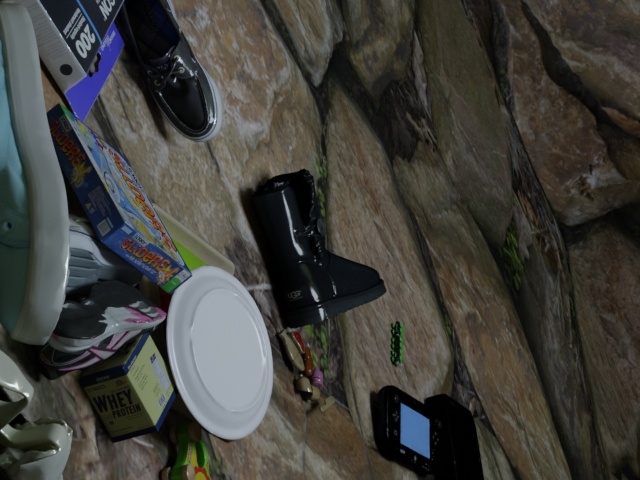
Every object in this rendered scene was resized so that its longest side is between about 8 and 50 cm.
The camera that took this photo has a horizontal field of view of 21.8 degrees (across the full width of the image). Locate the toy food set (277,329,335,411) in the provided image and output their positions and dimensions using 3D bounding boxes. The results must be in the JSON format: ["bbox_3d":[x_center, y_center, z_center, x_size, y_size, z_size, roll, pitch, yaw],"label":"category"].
[{"bbox_3d":[-0.023,0.174,2.248,0.122,0.019,0.078,64,21,0],"label":"toy food set"}]

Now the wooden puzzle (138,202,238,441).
[{"bbox_3d":[-0.146,0.097,1.969,0.221,0.044,0.238,41,38,-54],"label":"wooden puzzle"}]

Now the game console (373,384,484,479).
[{"bbox_3d":[0.173,0.328,2.570,0.361,0.044,0.213,35,42,-56],"label":"game console"}]

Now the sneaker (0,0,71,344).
[{"bbox_3d":[-0.330,-0.064,1.546,0.150,0.135,0.366,-2,57,-24],"label":"sneaker"}]

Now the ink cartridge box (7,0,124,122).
[{"bbox_3d":[-0.284,-0.270,1.913,0.208,0.045,0.206,62,24,-29],"label":"ink cartridge box"}]

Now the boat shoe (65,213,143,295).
[{"bbox_3d":[-0.267,0.011,1.721,0.076,0.083,0.226,56,9,19],"label":"boat shoe"}]

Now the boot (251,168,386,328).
[{"bbox_3d":[0.000,0.000,2.324,0.246,0.094,0.207,-18,95,-62],"label":"boot"}]

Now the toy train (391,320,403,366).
[{"bbox_3d":[0.122,0.163,2.606,0.023,0.017,0.083,66,20,-46],"label":"toy train"}]

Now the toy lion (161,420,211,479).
[{"bbox_3d":[-0.142,0.268,1.872,0.100,0.034,0.096,-85,157,-44],"label":"toy lion"}]

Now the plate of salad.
[{"bbox_3d":[-0.119,0.128,1.883,0.200,0.048,0.200,28,55,-50],"label":"plate of salad"}]

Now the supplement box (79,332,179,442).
[{"bbox_3d":[-0.203,0.154,1.770,0.083,0.056,0.083,64,23,-21],"label":"supplement box"}]

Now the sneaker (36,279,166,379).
[{"bbox_3d":[-0.236,0.096,1.714,0.072,0.077,0.178,42,26,21],"label":"sneaker"}]

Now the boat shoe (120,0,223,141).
[{"bbox_3d":[-0.191,-0.228,2.047,0.076,0.080,0.228,-19,89,-78],"label":"boat shoe"}]

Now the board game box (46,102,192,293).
[{"bbox_3d":[-0.223,-0.046,1.795,0.136,0.035,0.201,43,11,-52],"label":"board game box"}]

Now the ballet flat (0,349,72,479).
[{"bbox_3d":[-0.289,0.173,1.493,0.280,0.096,0.095,59,25,-31],"label":"ballet flat"}]
